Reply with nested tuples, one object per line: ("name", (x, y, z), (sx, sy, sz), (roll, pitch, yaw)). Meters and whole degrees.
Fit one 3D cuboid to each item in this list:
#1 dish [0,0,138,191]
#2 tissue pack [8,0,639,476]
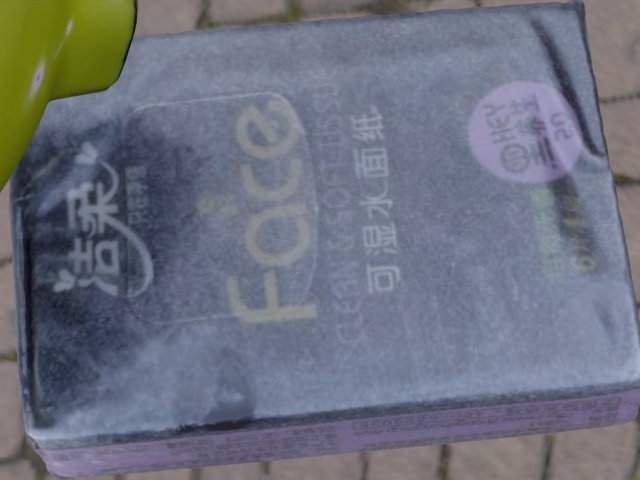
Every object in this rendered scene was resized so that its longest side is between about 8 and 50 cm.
("dish", (-0.166, -0.023, 0.394), (0.221, 0.262, 0.108), (-22, 59, 26))
("tissue pack", (0.000, 0.000, 0.512), (0.156, 0.051, 0.112), (-6, 66, 1))
